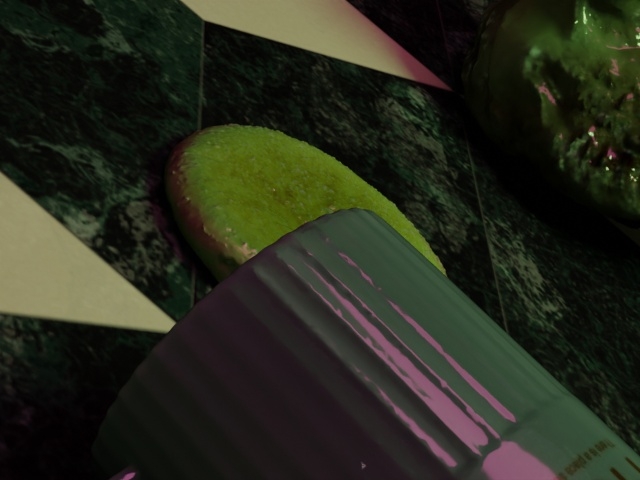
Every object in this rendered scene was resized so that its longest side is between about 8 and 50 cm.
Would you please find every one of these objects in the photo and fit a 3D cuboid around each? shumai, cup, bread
[{"bbox_3d":[0.365,-0.232,1.826,0.395,0.348,0.395,18,23,-8],"label":"shumai"},{"bbox_3d":[0.023,0.189,0.975,0.311,0.331,0.257,46,-5,17],"label":"cup"},{"bbox_3d":[0.003,-0.001,1.400,0.301,0.045,0.301,30,28,-18],"label":"bread"}]
